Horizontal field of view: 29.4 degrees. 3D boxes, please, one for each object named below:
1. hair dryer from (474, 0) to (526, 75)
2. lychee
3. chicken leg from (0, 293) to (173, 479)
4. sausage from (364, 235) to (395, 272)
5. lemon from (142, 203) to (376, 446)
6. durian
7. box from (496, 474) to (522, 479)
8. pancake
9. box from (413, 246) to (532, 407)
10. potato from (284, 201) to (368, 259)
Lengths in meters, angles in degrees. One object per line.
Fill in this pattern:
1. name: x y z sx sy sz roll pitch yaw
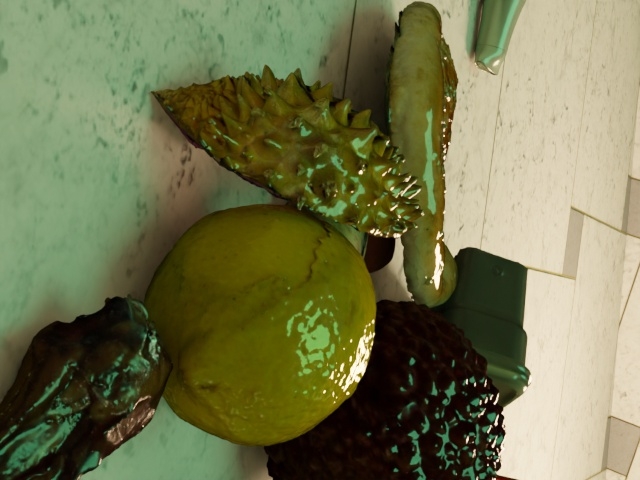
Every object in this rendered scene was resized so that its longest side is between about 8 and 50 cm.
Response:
1. hair dryer: 0.237 -0.375 1.792 0.237 0.075 0.206 24 80 -58
2. lychee: 0.061 0.189 1.311 0.264 0.300 0.264 -37 162 -14
3. chicken leg: -0.217 0.149 0.861 0.304 0.093 0.113 -44 119 -44
4. sausage: 0.045 -0.045 1.405 0.077 0.077 0.194 -54 144 -48
5. lemon: -0.051 0.070 1.057 0.260 0.204 0.204 -44 136 -65
6. durian: 0.014 -0.082 1.134 0.341 0.191 0.112 17 98 -57
7. box: 0.306 0.463 1.838 0.089 0.313 0.197 -41 133 -52
8. pancake: 0.125 -0.103 1.469 0.387 0.082 0.387 0 90 -84
9. box: 0.181 0.132 1.597 0.274 0.138 0.178 123 -17 -63
10. potato: 0.000 0.000 1.294 0.107 0.080 0.170 35 37 -22
